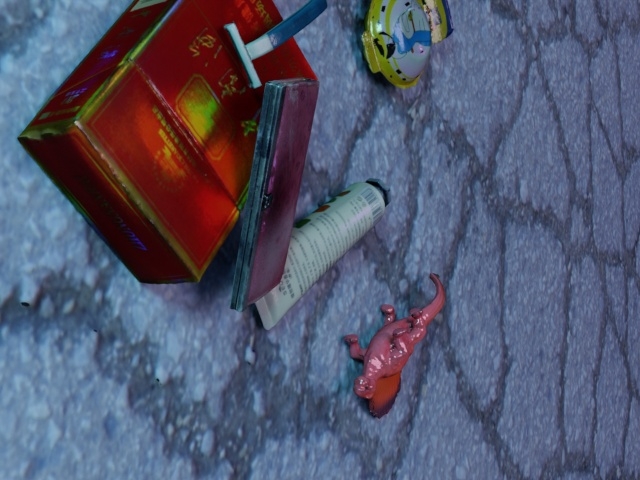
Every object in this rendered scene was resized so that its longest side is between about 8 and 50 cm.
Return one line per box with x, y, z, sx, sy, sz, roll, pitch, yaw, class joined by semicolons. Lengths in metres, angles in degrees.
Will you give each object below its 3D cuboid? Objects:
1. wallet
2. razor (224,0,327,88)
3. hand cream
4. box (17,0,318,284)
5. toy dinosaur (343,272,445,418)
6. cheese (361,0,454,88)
-0.047;-0.051;0.932;0.119;0.025;0.232;-37;140;-68;wallet
-0.031;-0.226;0.948;0.191;0.037;0.068;-48;123;-48;razor
0.000;0.000;1.103;0.276;0.059;0.095;-39;117;-44;hand cream
-0.132;-0.136;0.900;0.197;0.089;0.313;58;44;-35;box
0.113;0.158;1.243;0.286;0.070;0.139;-35;124;-54;toy dinosaur
0.132;-0.310;1.314;0.250;0.064;0.157;-40;120;-47;cheese
